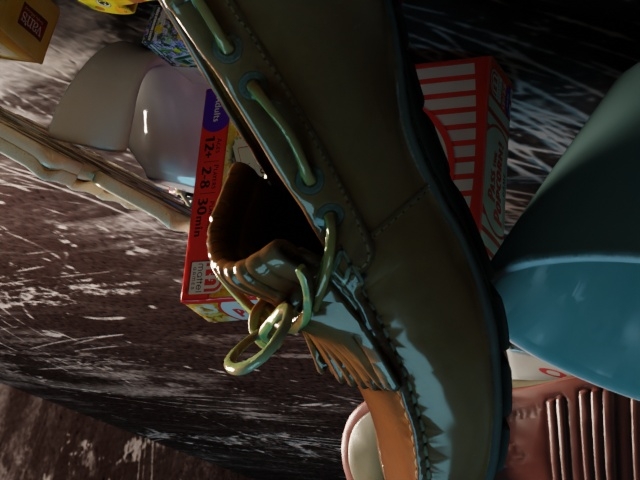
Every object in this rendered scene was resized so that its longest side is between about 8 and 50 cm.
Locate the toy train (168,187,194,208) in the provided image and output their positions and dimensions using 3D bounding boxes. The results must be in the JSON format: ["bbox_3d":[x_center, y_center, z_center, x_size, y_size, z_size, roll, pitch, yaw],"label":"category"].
[{"bbox_3d":[-0.109,-0.040,1.437,0.036,0.027,0.158,16,165,15],"label":"toy train"}]

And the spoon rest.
[{"bbox_3d":[-0.101,-0.083,1.217,0.137,0.084,0.276,13,178,16],"label":"spoon rest"}]

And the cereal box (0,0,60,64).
[{"bbox_3d":[-0.312,-0.179,1.110,0.240,0.047,0.173,10,165,23],"label":"cereal box"}]

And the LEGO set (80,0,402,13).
[{"bbox_3d":[-0.072,-0.147,0.906,0.093,0.087,0.227,0,157,47],"label":"LEGO set"}]

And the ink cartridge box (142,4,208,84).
[{"bbox_3d":[-0.048,-0.121,1.079,0.115,0.029,0.063,6,163,33],"label":"ink cartridge box"}]

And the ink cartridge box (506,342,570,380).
[{"bbox_3d":[0.267,0.088,1.305,0.223,0.129,0.307,13,164,13],"label":"ink cartridge box"}]

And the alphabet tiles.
[{"bbox_3d":[-0.190,-0.063,1.166,0.278,0.021,0.284,28,-179,12],"label":"alphabet tiles"}]

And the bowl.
[{"bbox_3d":[0.253,-0.005,0.924,0.312,0.163,0.311,15,166,4],"label":"bowl"}]

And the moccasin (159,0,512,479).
[{"bbox_3d":[-0.003,-0.011,0.853,0.139,0.147,0.380,50,162,57],"label":"moccasin"}]

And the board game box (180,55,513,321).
[{"bbox_3d":[0.017,-0.029,1.049,0.193,0.146,0.045,-5,157,23],"label":"board game box"}]

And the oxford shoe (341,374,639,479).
[{"bbox_3d":[0.191,0.142,1.186,0.348,0.123,0.130,4,-175,33],"label":"oxford shoe"}]
